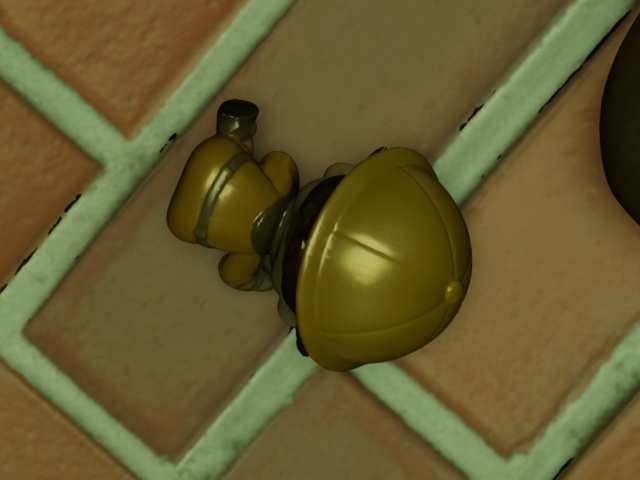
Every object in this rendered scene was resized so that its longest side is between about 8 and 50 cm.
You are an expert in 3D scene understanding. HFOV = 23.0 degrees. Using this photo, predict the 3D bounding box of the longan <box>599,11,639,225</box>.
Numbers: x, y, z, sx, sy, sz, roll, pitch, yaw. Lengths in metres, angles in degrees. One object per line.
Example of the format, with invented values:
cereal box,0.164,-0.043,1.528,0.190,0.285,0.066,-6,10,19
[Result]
longan,0.379,-0.128,1.225,0.350,0.288,0.288,-44,89,15

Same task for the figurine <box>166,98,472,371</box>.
figurine,-0.001,0.001,1.299,0.256,0.167,0.192,19,106,5
